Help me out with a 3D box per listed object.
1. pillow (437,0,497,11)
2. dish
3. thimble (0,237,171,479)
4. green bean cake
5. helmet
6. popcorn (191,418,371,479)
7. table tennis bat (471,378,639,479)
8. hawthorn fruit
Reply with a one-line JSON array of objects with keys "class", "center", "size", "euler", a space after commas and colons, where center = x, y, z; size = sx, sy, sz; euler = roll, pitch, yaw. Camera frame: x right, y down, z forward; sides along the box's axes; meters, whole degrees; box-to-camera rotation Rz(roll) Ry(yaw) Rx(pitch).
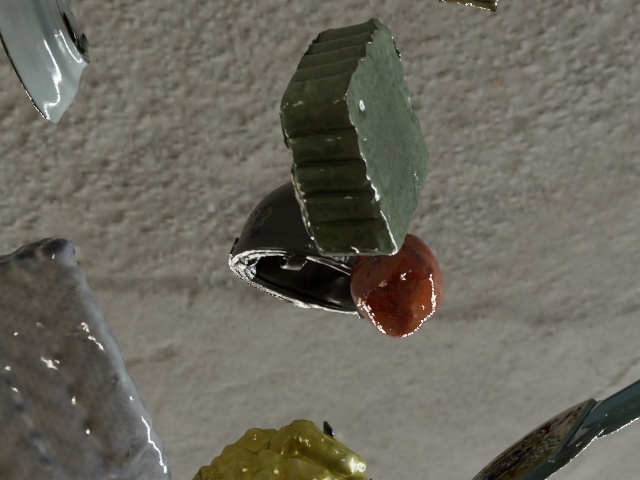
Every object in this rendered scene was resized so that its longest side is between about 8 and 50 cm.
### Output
[{"class": "pillow", "center": [0.262, -0.494, 1.908], "size": [0.113, 0.038, 0.203], "euler": [17, 113, 22]}, {"class": "dish", "center": [-0.458, -0.358, 1.883], "size": [0.106, 0.316, 0.316], "euler": [-21, 149, -2]}, {"class": "thimble", "center": [-0.237, 0.130, 0.940], "size": [0.157, 0.246, 0.217], "euler": [-23, -164, -15]}, {"class": "green bean cake", "center": [0.033, -0.100, 1.086], "size": [0.094, 0.183, 0.185], "euler": [-2, 122, 20]}, {"class": "helmet", "center": [0.000, 0.000, 1.582], "size": [0.230, 0.160, 0.279], "euler": [22, 165, -21]}, {"class": "popcorn", "center": [-0.036, 0.307, 1.209], "size": [0.249, 0.225, 0.249], "euler": [7, 119, 13]}, {"class": "table tennis bat", "center": [0.140, 0.119, 0.665], "size": [0.155, 0.019, 0.100], "euler": [-40, 174, 38]}, {"class": "hawthorn fruit", "center": [0.092, 0.055, 1.351], "size": [0.128, 0.128, 0.128], "euler": [-7, 149, -4]}]
